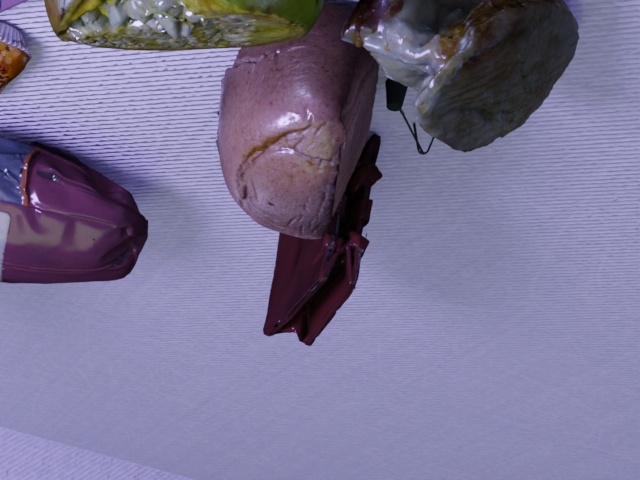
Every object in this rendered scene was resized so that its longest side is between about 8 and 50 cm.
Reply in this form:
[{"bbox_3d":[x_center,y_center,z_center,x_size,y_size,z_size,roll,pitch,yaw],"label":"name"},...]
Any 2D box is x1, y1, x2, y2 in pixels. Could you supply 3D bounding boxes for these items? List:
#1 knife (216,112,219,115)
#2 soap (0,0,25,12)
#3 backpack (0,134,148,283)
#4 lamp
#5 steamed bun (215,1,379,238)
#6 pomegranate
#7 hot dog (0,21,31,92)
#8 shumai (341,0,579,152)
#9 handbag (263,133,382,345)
[{"bbox_3d":[-0.082,-0.150,2.142,0.170,0.010,0.023,26,148,-28],"label":"knife"},{"bbox_3d":[-0.422,-0.339,1.809,0.203,0.066,0.122,-14,145,38],"label":"soap"},{"bbox_3d":[-0.422,-0.041,2.247,0.317,0.197,0.283,9,152,-9],"label":"backpack"},{"bbox_3d":[0.120,-0.170,2.000,0.041,0.054,0.121,-7,149,27],"label":"lamp"},{"bbox_3d":[-0.043,-0.158,1.888,0.199,0.252,0.301,17,150,5],"label":"steamed bun"},{"bbox_3d":[-0.145,-0.324,1.629,0.309,0.216,0.358,-4,-178,7],"label":"pomegranate"},{"bbox_3d":[-0.470,-0.244,2.018,0.108,0.059,0.191,26,150,-22],"label":"hot dog"},{"bbox_3d":[0.171,-0.247,1.776,0.272,0.204,0.222,10,123,-52],"label":"shumai"},{"bbox_3d":[0.001,0.001,2.142,0.084,0.260,0.275,17,150,-13],"label":"handbag"}]
